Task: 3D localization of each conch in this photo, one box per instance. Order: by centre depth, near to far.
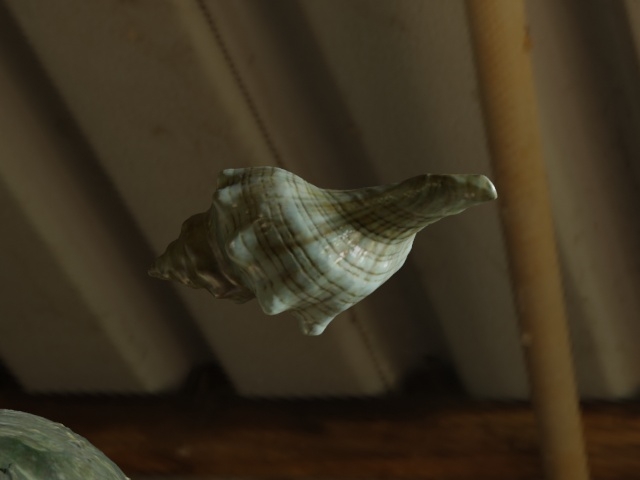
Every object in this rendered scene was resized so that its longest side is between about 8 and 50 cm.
[{"bbox_3d":[-0.003,0.013,1.798,0.386,0.169,0.203,3,-11,23],"label":"conch"}]

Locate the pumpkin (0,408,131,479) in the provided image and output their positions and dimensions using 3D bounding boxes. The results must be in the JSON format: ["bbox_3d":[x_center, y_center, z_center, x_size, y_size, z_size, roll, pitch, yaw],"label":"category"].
[{"bbox_3d":[-0.219,0.198,0.791,0.328,0.257,0.291,1,1,-32],"label":"pumpkin"}]
